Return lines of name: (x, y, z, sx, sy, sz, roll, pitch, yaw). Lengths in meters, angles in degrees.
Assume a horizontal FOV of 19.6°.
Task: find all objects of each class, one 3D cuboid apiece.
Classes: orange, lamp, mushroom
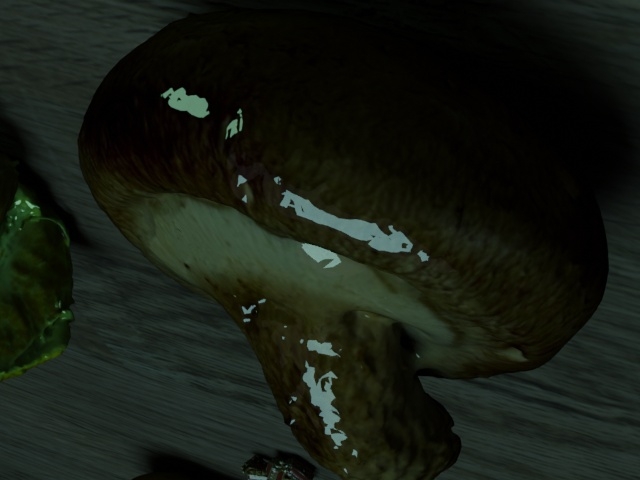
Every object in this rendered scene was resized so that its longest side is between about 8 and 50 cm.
orange: (-0.320, 0.013, 1.592, 0.158, 0.179, 0.237, 15, 158, 30)
lamp: (-0.039, 0.244, 1.935, 0.063, 0.031, 0.083, 34, 152, -16)
mushroom: (0.009, -0.022, 1.155, 0.345, 0.239, 0.345, 9, 137, 8)

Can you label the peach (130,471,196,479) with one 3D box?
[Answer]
peach: (-0.134, 0.364, 2.145, 0.251, 0.153, 0.251, 23, 172, 4)
